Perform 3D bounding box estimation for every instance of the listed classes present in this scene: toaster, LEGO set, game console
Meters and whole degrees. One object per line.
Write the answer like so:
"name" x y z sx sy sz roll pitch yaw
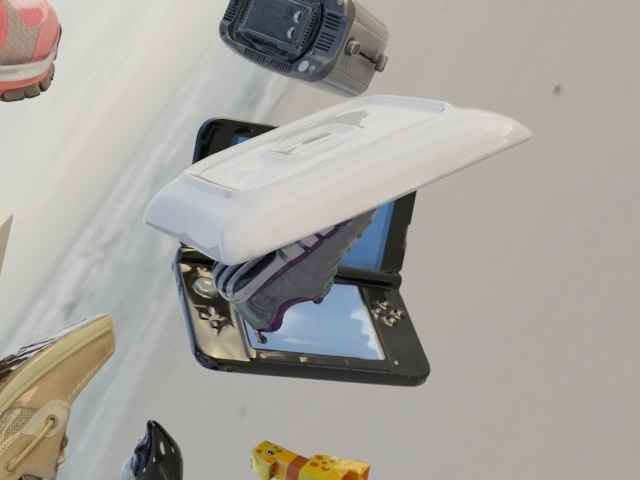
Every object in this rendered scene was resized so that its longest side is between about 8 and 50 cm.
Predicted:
"toaster" -0.022 -0.267 1.661 0.146 0.227 0.129 18 -85 -58
"LEGO set" -0.030 0.225 1.083 0.227 0.093 0.087 -31 -43 -58
"game console" -0.006 0.016 1.478 0.250 0.293 0.173 -110 35 -46

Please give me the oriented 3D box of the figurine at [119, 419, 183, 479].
"figurine" -0.175 0.319 1.482 0.092 0.209 0.215 -16 -12 -18

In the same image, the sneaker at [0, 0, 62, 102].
"sneaker" -0.264 -0.158 0.838 0.314 0.116 0.136 -33 -46 -64

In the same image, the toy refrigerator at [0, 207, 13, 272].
"toy refrigerator" -0.426 0.089 1.422 0.094 0.102 0.269 -76 4 -70

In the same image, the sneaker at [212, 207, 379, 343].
"sneaker" 0.000 0.000 1.245 0.224 0.098 0.083 -38 38 -12

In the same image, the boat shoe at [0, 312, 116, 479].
"boat shoe" -0.306 0.193 1.242 0.122 0.110 0.341 -20 17 46

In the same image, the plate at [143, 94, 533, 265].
"plate" -0.001 -0.068 1.107 0.277 0.045 0.278 -23 16 -17
